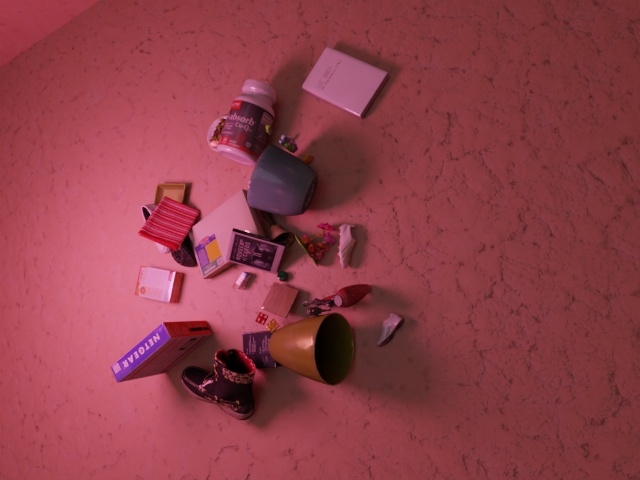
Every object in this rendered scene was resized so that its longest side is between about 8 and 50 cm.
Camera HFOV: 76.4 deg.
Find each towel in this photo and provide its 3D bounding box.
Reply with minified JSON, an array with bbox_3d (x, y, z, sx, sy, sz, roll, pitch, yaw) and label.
[{"bbox_3d":[-0.736,-0.088,1.989,0.198,0.031,0.275,24,49,-9],"label":"towel"}]

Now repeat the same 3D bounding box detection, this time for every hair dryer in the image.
[{"bbox_3d":[0.068,0.228,1.678,0.293,0.223,0.080,-12,95,-4],"label":"hair dryer"}]

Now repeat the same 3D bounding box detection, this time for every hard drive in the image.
[{"bbox_3d":[0.112,-0.743,1.905,0.353,0.047,0.233,34,93,23],"label":"hard drive"}]

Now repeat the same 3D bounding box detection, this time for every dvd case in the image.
[{"bbox_3d":[-0.290,0.050,1.809,0.238,0.030,0.179,16,127,-7],"label":"dvd case"}]

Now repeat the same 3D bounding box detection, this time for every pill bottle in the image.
[{"bbox_3d":[-0.343,-0.563,1.955,0.210,0.210,0.363,17,86,22],"label":"pill bottle"}]

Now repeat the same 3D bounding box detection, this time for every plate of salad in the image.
[{"bbox_3d":[-0.508,-0.557,2.102,0.199,0.048,0.200,-4,78,21],"label":"plate of salad"}]

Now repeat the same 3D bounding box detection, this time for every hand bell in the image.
[{"bbox_3d":[-0.227,-0.075,1.895,0.126,0.126,0.242,-40,56,9],"label":"hand bell"}]

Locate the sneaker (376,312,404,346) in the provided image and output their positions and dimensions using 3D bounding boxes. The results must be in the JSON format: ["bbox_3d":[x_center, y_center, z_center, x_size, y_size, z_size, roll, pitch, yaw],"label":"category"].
[{"bbox_3d":[0.272,0.361,1.643,0.061,0.053,0.152,38,92,37],"label":"sneaker"}]

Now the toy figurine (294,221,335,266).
[{"bbox_3d":[0.000,0.000,1.786,0.159,0.130,0.173,-36,92,1],"label":"toy figurine"}]

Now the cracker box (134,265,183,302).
[{"bbox_3d":[-0.820,0.222,2.065,0.232,0.067,0.156,8,84,23],"label":"cracker box"}]

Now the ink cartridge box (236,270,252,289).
[{"bbox_3d":[-0.364,0.188,1.909,0.028,0.048,0.083,34,93,23],"label":"ink cartridge box"}]

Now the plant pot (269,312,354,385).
[{"bbox_3d":[-0.057,0.434,1.658,0.293,0.274,0.275,-8,77,36],"label":"plant pot"}]

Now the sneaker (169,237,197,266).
[{"bbox_3d":[-0.709,0.008,2.041,0.286,0.130,0.109,49,123,-1],"label":"sneaker"}]

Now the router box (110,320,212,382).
[{"bbox_3d":[-0.708,0.496,1.846,0.335,0.301,0.082,-39,70,9],"label":"router box"}]

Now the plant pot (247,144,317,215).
[{"bbox_3d":[-0.151,-0.242,1.791,0.235,0.293,0.293,22,88,8],"label":"plant pot"}]

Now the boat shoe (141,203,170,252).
[{"bbox_3d":[-0.848,-0.059,2.087,0.096,0.088,0.268,-12,94,23],"label":"boat shoe"}]

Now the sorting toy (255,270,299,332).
[{"bbox_3d":[-0.178,0.276,1.802,0.132,0.046,0.275,16,68,24],"label":"sorting toy"}]

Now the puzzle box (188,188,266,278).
[{"bbox_3d":[-0.454,-0.024,1.935,0.408,0.052,0.272,-31,71,26],"label":"puzzle box"}]

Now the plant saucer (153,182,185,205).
[{"bbox_3d":[-0.789,-0.204,2.144,0.188,0.045,0.189,4,81,22],"label":"plant saucer"}]

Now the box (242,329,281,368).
[{"bbox_3d":[-0.253,0.478,1.790,0.158,0.093,0.156,-9,77,18],"label":"box"}]

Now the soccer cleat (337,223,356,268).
[{"bbox_3d":[0.116,0.022,1.753,0.076,0.068,0.197,-3,76,17],"label":"soccer cleat"}]

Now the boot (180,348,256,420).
[{"bbox_3d":[-0.435,0.580,1.749,0.377,0.138,0.285,25,123,19],"label":"boot"}]

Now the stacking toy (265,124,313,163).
[{"bbox_3d":[-0.141,-0.442,1.854,0.167,0.221,0.052,44,100,26],"label":"stacking toy"}]
